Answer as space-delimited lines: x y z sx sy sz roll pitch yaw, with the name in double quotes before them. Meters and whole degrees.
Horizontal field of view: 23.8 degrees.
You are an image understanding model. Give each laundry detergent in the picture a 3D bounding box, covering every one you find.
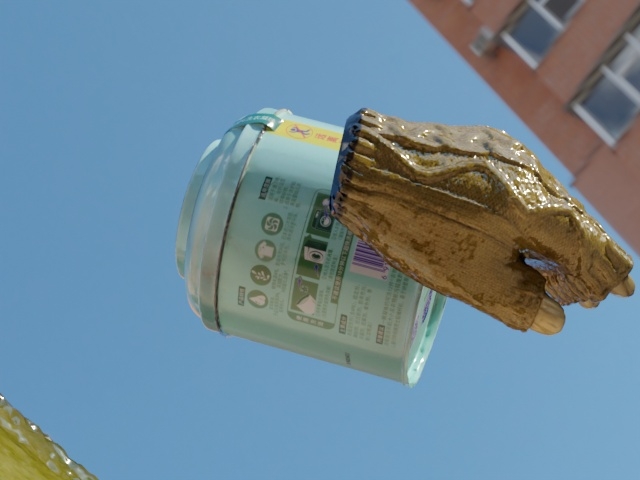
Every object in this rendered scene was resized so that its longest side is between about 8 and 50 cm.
"laundry detergent" 0.000 0.000 1.810 0.305 0.287 0.287 15 -55 12

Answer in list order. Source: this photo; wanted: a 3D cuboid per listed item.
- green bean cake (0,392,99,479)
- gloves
"green bean cake" -0.281 0.165 0.846 0.310 0.285 0.202 45 -87 3
"gloves" 0.173 -0.022 1.575 0.356 0.203 0.155 28 -55 -11
